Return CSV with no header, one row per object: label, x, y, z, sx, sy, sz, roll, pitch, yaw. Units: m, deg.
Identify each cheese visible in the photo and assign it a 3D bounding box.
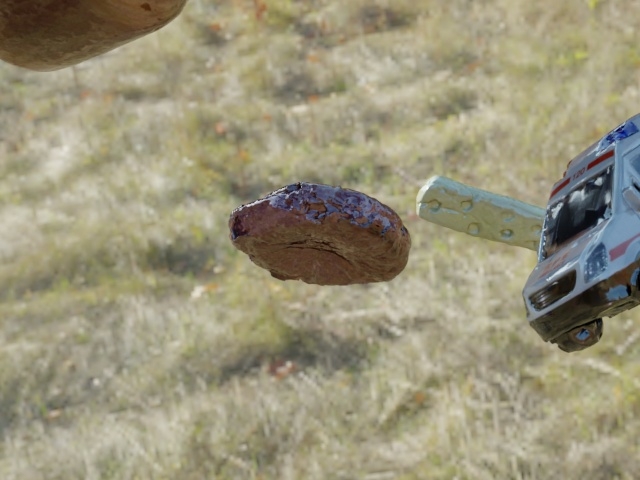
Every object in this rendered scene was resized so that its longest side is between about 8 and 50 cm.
cheese,0.215,-0.033,1.700,0.194,0.065,0.043,16,18,-15

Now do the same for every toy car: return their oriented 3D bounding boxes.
toy car,0.188,-0.019,0.755,0.209,0.108,0.089,-25,-7,-35

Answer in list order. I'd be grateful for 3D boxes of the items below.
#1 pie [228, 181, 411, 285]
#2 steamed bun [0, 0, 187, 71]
pie,0.000,0.000,1.085,0.153,0.153,0.038,-1,60,17
steamed bun,-0.308,-0.372,1.372,0.235,0.379,0.248,-12,6,32
